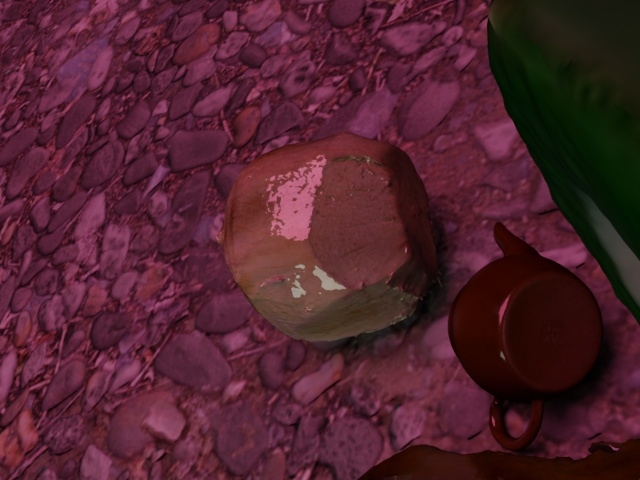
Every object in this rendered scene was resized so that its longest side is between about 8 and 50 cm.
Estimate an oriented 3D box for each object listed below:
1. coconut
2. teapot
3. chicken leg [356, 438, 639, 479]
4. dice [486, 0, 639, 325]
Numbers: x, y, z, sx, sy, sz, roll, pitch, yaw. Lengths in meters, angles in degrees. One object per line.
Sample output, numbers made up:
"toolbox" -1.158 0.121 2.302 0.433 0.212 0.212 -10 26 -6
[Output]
"coconut" -0.001 -0.003 0.810 0.194 0.194 0.194 -23 47 26
"teapot" 0.144 0.071 0.689 0.116 0.116 0.173 -1 86 41
"chicken leg" 0.161 0.192 0.560 0.429 0.153 0.201 -28 57 12
"dice" 0.269 -0.052 0.398 0.300 0.297 0.287 -35 41 7
